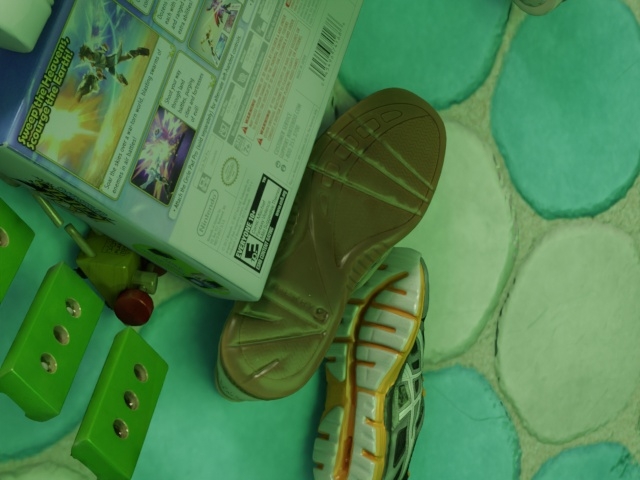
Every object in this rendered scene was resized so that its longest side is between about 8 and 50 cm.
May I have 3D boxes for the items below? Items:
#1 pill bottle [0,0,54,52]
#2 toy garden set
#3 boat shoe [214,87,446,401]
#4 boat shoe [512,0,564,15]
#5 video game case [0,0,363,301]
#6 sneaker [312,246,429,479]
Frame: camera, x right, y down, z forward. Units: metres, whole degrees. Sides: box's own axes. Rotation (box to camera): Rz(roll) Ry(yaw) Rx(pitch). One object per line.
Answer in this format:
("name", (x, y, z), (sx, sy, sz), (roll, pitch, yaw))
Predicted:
("pill bottle", (-0.178, -0.227, 0.796), (0.119, 0.119, 0.208), (26, 84, -36))
("toy garden set", (-0.196, 0.017, 0.879), (0.244, 0.049, 0.204), (49, 30, -25))
("boat shoe", (0.000, 0.000, 1.054), (0.104, 0.089, 0.285), (38, 68, -7))
("boat shoe", (0.176, -0.355, 1.116), (0.097, 0.116, 0.324), (-22, 102, -30))
("video game case", (-0.096, -0.128, 0.934), (0.244, 0.061, 0.269), (35, 66, -44))
("sneaker", (0.052, 0.111, 1.106), (0.083, 0.084, 0.215), (12, 91, -50))
